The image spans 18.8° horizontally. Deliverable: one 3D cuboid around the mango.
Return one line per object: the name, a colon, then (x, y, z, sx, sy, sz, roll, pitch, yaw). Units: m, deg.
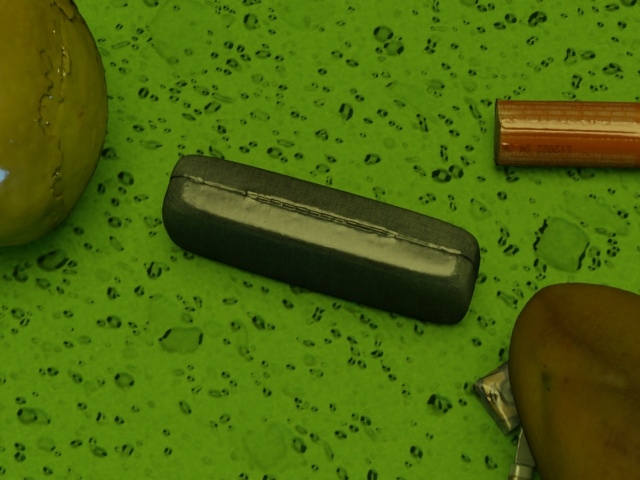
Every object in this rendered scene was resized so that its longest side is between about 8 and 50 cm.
mango: (0.335, 0.223, 1.775, 0.300, 0.232, 0.446, -7, 52, -47)

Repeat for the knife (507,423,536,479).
knife: (0.209, 0.212, 1.895, 0.047, 0.017, 0.298, 13, 77, -8)

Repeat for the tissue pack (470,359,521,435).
tissue pack: (0.201, 0.146, 1.932, 0.083, 0.035, 0.063, -34, 75, -11)

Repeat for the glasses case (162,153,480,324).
glasses case: (0.000, 0.000, 1.939, 0.323, 0.131, 0.074, 16, 67, 7)

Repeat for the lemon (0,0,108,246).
lemon: (-0.348, -0.138, 1.921, 0.297, 0.297, 0.297, 0, 69, 1)

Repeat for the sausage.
sausage: (0.298, -0.110, 2.013, 0.234, 0.071, 0.071, 1, 69, 1)
